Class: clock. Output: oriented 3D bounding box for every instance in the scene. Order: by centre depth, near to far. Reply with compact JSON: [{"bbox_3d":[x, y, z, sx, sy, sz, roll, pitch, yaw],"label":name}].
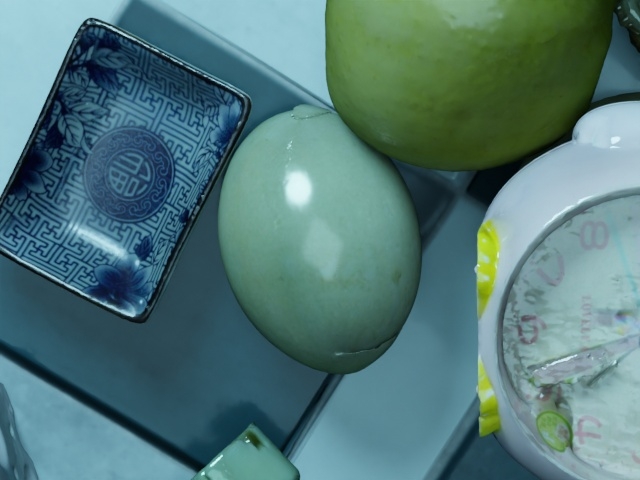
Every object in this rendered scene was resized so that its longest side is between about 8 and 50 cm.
[{"bbox_3d":[0.323,0.062,1.555,0.377,0.250,0.368,0,99,6],"label":"clock"}]

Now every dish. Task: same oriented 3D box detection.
[{"bbox_3d":[-0.185,-0.066,1.708,0.182,0.080,0.243,27,98,7],"label":"dish"}]

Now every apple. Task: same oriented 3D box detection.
[{"bbox_3d":[0.132,-0.205,1.603,0.254,0.292,0.292,14,96,6],"label":"apple"}]

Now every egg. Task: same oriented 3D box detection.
[{"bbox_3d":[0.000,0.000,1.674,0.186,0.186,0.253,-12,90,-1],"label":"egg"}]

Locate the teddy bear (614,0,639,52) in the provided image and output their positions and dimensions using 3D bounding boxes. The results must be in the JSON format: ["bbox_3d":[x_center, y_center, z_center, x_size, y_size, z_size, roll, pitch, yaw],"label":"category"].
[{"bbox_3d":[0.385,-0.258,1.678,0.267,0.156,0.256,29,91,-35],"label":"teddy bear"}]

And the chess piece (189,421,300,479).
[{"bbox_3d":[-0.009,0.325,1.726,0.194,0.194,0.299,-42,87,3],"label":"chess piece"}]

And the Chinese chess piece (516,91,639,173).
[{"bbox_3d":[0.309,-0.007,1.724,0.270,0.112,0.270,0,97,-1],"label":"Chinese chess piece"}]

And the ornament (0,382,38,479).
[{"bbox_3d":[-0.380,0.297,1.670,0.240,0.239,0.240,-19,97,-1],"label":"ornament"}]
